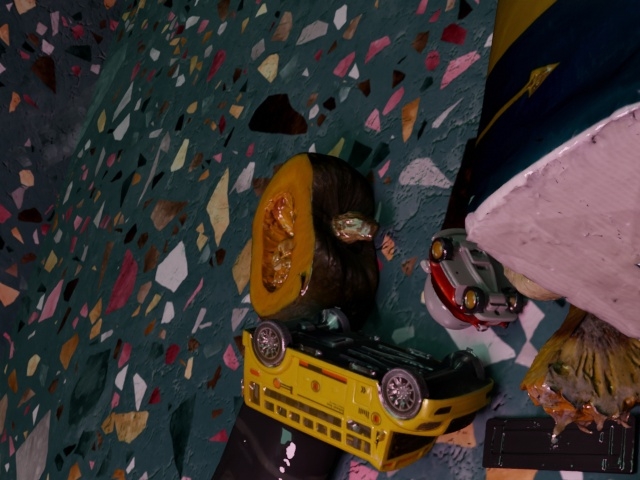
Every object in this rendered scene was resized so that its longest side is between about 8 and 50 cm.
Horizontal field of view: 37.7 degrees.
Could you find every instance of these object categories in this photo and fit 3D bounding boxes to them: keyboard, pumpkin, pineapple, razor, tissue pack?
[{"bbox_3d":[0.263,0.227,1.048,0.204,0.013,0.061,-14,59,50],"label":"keyboard"},{"bbox_3d":[0.000,0.000,1.454,0.221,0.139,0.317,-34,42,43],"label":"pumpkin"},{"bbox_3d":[0.307,0.114,0.961,0.233,0.135,0.079,-51,3,-27],"label":"pineapple"},{"bbox_3d":[-0.104,0.381,1.366,0.349,0.113,0.204,-61,32,8],"label":"razor"},{"bbox_3d":[0.289,-0.159,0.725,0.253,0.264,0.417,-38,30,50],"label":"tissue pack"}]

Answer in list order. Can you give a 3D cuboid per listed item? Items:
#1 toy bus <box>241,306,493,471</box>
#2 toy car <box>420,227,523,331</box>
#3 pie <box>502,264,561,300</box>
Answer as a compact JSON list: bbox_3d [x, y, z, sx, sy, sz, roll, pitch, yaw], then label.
[{"bbox_3d":[0.051,0.192,1.203,0.330,0.144,0.152,15,104,41],"label":"toy bus"},{"bbox_3d":[0.182,0.066,1.194,0.112,0.112,0.139,-56,41,41],"label":"toy car"},{"bbox_3d":[0.311,-0.057,1.014,0.337,0.075,0.337,-44,13,13],"label":"pie"}]
